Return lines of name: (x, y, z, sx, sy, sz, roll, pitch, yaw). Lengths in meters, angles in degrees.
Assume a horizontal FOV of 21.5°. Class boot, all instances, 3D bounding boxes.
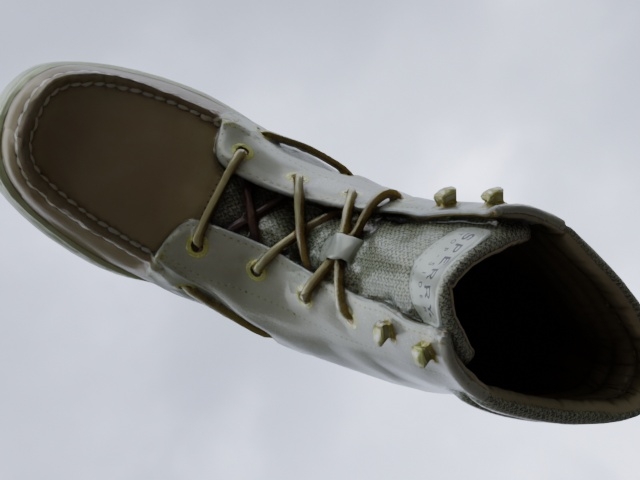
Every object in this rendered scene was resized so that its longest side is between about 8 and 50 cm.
boot: (0.000, 0.000, 0.580, 0.213, 0.165, 0.077, 28, -97, -26)
